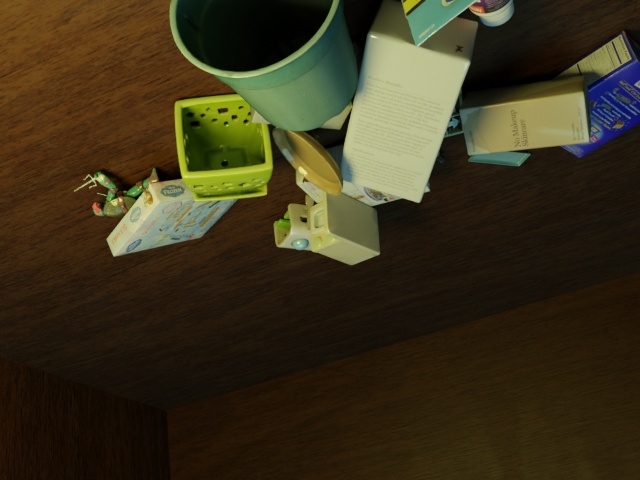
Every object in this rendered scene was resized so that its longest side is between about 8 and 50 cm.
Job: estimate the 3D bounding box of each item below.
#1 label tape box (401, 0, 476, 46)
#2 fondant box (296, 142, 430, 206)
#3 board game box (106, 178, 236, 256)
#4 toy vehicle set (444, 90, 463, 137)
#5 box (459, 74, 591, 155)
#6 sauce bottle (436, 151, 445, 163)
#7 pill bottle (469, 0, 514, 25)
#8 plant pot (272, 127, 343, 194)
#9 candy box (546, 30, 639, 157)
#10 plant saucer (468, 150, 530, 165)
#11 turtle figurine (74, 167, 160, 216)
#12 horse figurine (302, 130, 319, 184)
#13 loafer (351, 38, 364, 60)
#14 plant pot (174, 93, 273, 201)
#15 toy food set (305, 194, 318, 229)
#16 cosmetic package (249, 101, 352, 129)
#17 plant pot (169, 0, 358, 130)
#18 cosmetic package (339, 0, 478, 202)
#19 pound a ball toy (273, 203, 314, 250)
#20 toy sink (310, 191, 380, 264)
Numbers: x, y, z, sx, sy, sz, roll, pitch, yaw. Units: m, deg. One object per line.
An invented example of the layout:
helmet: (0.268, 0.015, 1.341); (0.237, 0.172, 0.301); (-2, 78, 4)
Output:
label tape box: (0.261, -0.530, 1.316); (0.115, 0.347, 0.249); (17, 142, -41)
fondant box: (0.126, -0.194, 2.125); (0.331, 0.096, 0.238); (-13, 153, 22)
board game box: (-0.416, -0.080, 2.110); (0.318, 0.065, 0.319); (-15, 162, -45)
toy vehicle set: (0.302, -0.362, 1.969); (0.166, 0.035, 0.267); (-14, 152, 8)
box: (0.534, -0.323, 1.888); (0.311, 0.121, 0.147); (-5, 121, 26)
sauce bottle: (0.330, -0.265, 2.154); (0.042, 0.042, 0.128); (-27, 149, 29)
pill bottle: (0.358, -0.553, 1.559); (0.108, 0.108, 0.193); (-20, 150, 19)
plant pot: (-0.026, -0.210, 1.844); (0.032, 0.236, 0.236); (-47, 154, -12)
candy box: (0.765, -0.389, 1.979); (0.268, 0.122, 0.317); (19, 142, -40)
plant saucer: (0.556, -0.263, 2.253); (0.192, 0.018, 0.067); (2, 150, -22)
turtle figurine: (-0.563, -0.123, 2.057); (0.234, 0.118, 0.175); (-16, 160, -6)
horse figurine: (-0.027, -0.260, 1.934); (0.066, 0.174, 0.263); (-35, 120, -19)
loafer: (0.033, -0.436, 1.730); (0.148, 0.056, 0.050); (-28, 129, 2)
plant pot: (-0.244, -0.224, 1.861); (0.227, 0.228, 0.207); (-7, 159, -6)
toy food set: (0.050, -0.087, 2.308); (0.192, 0.132, 0.038); (0, 179, -18)
cosmetic package: (-0.052, -0.355, 1.775); (0.238, 0.127, 0.107); (-2, 151, -18)
plant pot: (-0.078, -0.406, 1.492); (0.341, 0.340, 0.334); (-16, 158, 12)
cosmetic package: (0.197, -0.320, 1.736); (0.230, 0.161, 0.453); (17, 141, 4)
pound a ball toy: (0.000, 0.000, 2.435); (0.319, 0.135, 0.208); (8, 147, -28)
toy sink: (0.052, -0.039, 2.160); (0.131, 0.152, 0.234); (-23, 149, 38)
